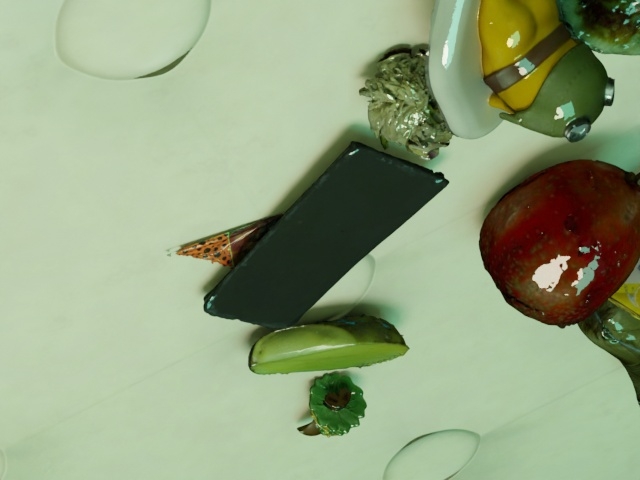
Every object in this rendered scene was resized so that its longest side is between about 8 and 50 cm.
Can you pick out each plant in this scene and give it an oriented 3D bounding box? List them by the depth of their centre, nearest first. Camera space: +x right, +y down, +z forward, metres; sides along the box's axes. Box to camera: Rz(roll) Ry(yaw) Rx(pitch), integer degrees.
[{"bbox_3d":[0.084,-0.136,1.581,0.116,0.104,0.122,46,146,-15],"label":"plant"}]

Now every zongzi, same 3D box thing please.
[{"bbox_3d":[0.401,0.142,2.033,0.221,0.112,0.242,-1,138,-30],"label":"zongzi"}]

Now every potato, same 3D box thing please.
[{"bbox_3d":[0.007,0.122,1.842,0.197,0.054,0.119,-8,163,-8],"label":"potato"}]

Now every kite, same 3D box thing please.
[{"bbox_3d":[-0.050,0.001,1.707,0.222,0.008,0.125,20,125,-42],"label":"kite"}]

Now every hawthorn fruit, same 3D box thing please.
[{"bbox_3d":[0.291,-0.019,1.751,0.235,0.181,0.181,-49,137,10],"label":"hawthorn fruit"}]

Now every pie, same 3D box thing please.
[{"bbox_3d":[0.337,-0.276,1.546,0.240,0.054,0.241,-13,140,-11],"label":"pie"}]

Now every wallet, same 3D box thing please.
[{"bbox_3d":[0.000,0.001,1.697,0.146,0.030,0.285,15,131,-42],"label":"wallet"}]

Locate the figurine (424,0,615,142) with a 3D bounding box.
[{"bbox_3d":[0.201,-0.184,1.460,0.166,0.141,0.250,-44,143,-25],"label":"figurine"}]

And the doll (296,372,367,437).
[{"bbox_3d":[0.019,0.231,1.962,0.078,0.077,0.113,-20,144,-20],"label":"doll"}]

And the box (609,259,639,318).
[{"bbox_3d":[0.465,-0.008,1.825,0.168,0.097,0.265,23,99,-44],"label":"box"}]
